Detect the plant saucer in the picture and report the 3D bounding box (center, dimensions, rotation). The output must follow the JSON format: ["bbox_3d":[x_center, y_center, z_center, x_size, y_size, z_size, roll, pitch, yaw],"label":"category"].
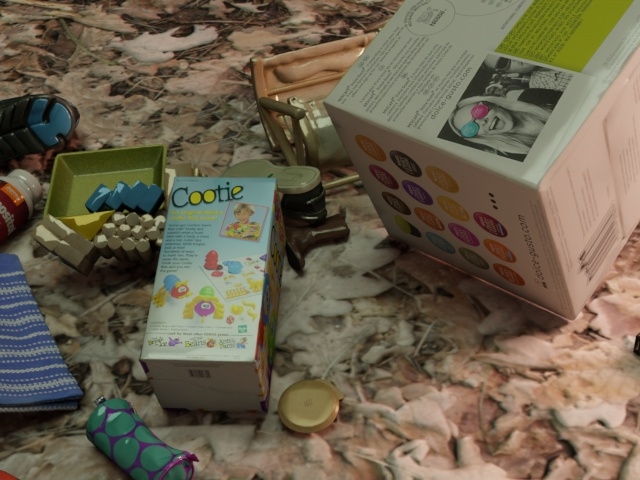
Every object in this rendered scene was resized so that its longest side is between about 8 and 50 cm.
[{"bbox_3d":[-0.342,-0.081,1.714,0.188,0.045,0.188,-6,38,-1],"label":"plant saucer"}]

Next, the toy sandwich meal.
[{"bbox_3d":[-0.013,0.210,1.330,0.085,0.029,0.085,-2,50,3],"label":"toy sandwich meal"}]

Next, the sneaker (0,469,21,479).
[{"bbox_3d":[-0.429,0.320,1.184,0.270,0.090,0.145,14,43,27],"label":"sneaker"}]

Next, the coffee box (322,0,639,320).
[{"bbox_3d":[0.267,-0.158,1.442,0.334,0.337,0.338,27,71,33],"label":"coffee box"}]

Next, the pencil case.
[{"bbox_3d":[-0.218,0.248,1.271,0.152,0.064,0.070,31,67,36],"label":"pencil case"}]

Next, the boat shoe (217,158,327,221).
[{"bbox_3d":[-0.080,-0.076,1.663,0.233,0.079,0.084,13,47,46],"label":"boat shoe"}]

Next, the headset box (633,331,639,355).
[{"bbox_3d":[0.460,0.137,1.372,0.083,0.032,0.062,29,49,34],"label":"headset box"}]

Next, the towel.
[{"bbox_3d":[-0.477,0.111,1.410,0.243,0.040,0.336,4,29,-35],"label":"towel"}]

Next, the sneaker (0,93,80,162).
[{"bbox_3d":[-0.583,-0.178,1.833,0.341,0.125,0.139,-8,11,0],"label":"sneaker"}]

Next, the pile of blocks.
[{"bbox_3d":[-0.237,-0.027,1.570,0.362,0.112,0.149,-3,78,-5],"label":"pile of blocks"}]

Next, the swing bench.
[{"bbox_3d":[0.044,-0.221,1.767,0.253,0.165,0.254,-16,34,-13],"label":"swing bench"}]

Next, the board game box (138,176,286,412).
[{"bbox_3d":[-0.130,0.068,1.371,0.144,0.142,0.275,1,56,6],"label":"board game box"}]

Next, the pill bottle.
[{"bbox_3d":[-0.508,-0.046,1.653,0.086,0.086,0.152,15,43,23],"label":"pill bottle"}]

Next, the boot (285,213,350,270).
[{"bbox_3d":[0.000,0.000,1.589,0.114,0.037,0.106,-12,37,-16],"label":"boot"}]
